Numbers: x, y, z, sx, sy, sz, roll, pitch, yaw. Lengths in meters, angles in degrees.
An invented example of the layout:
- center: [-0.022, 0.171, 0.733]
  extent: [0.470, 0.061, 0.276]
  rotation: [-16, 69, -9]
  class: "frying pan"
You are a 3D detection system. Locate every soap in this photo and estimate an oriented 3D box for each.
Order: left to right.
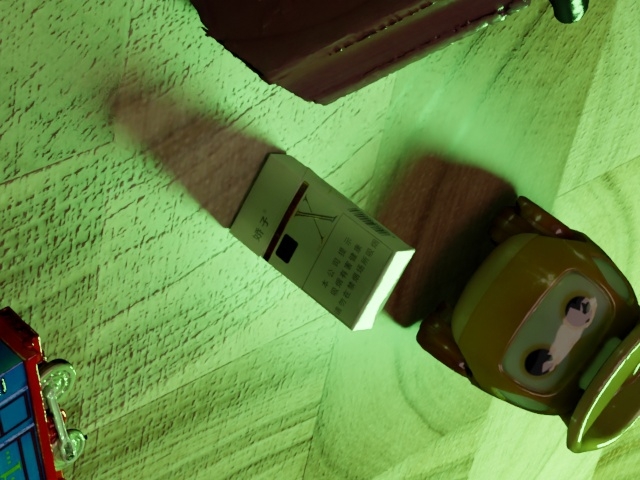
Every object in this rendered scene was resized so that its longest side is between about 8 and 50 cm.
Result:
- center: [0.028, -0.206, 1.379]
  extent: [0.250, 0.162, 0.099]
  rotation: [-26, 162, 21]
  class: "soap"

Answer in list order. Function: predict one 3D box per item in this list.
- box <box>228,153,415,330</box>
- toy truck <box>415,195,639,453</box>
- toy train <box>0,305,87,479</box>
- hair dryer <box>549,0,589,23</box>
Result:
- center: [0.000, 0.000, 1.581]
  extent: [0.040, 0.154, 0.084]
  rotation: [-6, 129, -56]
  class: "box"
- center: [0.259, 0.098, 1.991]
  extent: [0.204, 0.212, 0.288]
  rotation: [-54, 154, 3]
  class: "toy truck"
- center: [-0.261, 0.144, 1.460]
  extent: [0.131, 0.083, 0.204]
  rotation: [-34, 145, -27]
  class: "toy train"
- center: [0.109, -0.238, 1.543]
  extent: [0.302, 0.116, 0.244]
  rotation: [-34, 148, -6]
  class: "hair dryer"
